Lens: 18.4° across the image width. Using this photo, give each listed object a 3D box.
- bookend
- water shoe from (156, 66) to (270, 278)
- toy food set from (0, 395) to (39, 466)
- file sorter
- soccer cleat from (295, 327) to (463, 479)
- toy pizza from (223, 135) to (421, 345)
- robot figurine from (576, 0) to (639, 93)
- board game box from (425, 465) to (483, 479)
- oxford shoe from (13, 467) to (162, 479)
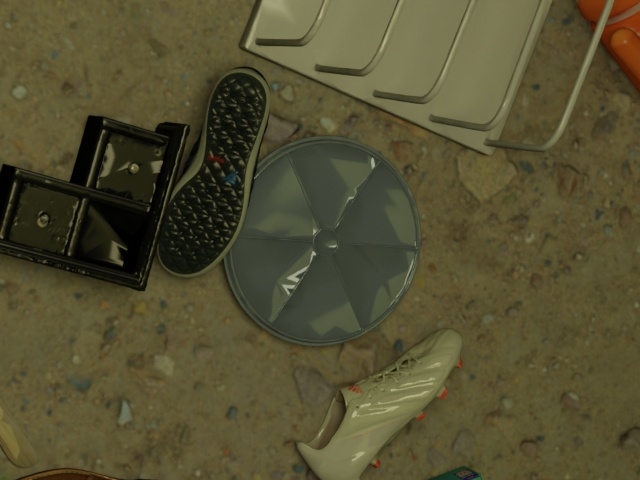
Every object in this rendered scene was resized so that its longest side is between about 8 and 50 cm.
[{"bbox_3d":[-0.217,-0.051,1.777,0.156,0.072,0.157,17,89,-21],"label":"bookend"},{"bbox_3d":[-0.089,-0.061,1.818,0.073,0.080,0.203,23,101,2],"label":"water shoe"},{"bbox_3d":[-0.363,0.198,1.749,0.218,0.071,0.128,-25,104,-16],"label":"toy food set"},{"bbox_3d":[0.106,-0.212,1.826,0.277,0.173,0.193,22,88,-21],"label":"file sorter"},{"bbox_3d":[0.060,0.152,1.905,0.076,0.068,0.196,44,83,-16],"label":"soccer cleat"},{"bbox_3d":[0.000,0.000,1.883,0.201,0.032,0.201,-3,98,-20],"label":"toy pizza"},{"bbox_3d":[0.335,-0.220,1.935,0.158,0.128,0.219,-43,109,-9],"label":"robot figurine"},{"bbox_3d":[0.076,0.332,1.937,0.210,0.047,0.160,-18,101,-17],"label":"board game box"},{"bbox_3d":[-0.207,0.252,1.811,0.212,0.076,0.076,0,97,-18],"label":"oxford shoe"}]
